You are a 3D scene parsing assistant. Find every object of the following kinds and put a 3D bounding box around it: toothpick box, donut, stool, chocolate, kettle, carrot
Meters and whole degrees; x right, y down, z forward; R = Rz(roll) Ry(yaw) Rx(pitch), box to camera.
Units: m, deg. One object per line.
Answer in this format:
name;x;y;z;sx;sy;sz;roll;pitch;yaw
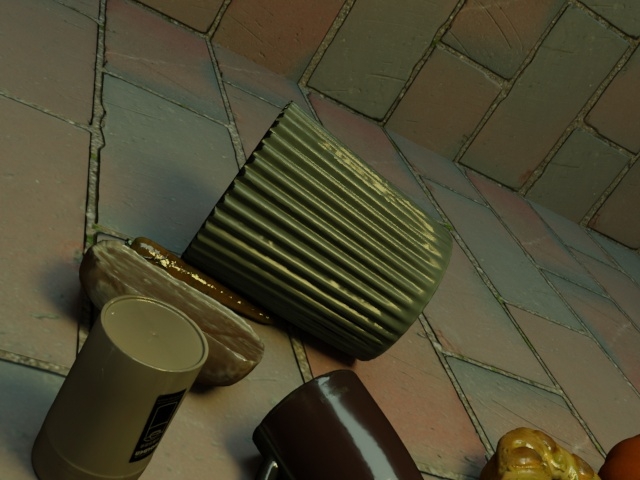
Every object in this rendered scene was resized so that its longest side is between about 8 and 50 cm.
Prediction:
toothpick box;-0.193;0.153;0.744;0.111;0.180;0.111;26;23;-12
donut;0.320;0.370;1.078;0.227;0.113;0.226;28;22;-12
stool;0.000;0.000;1.208;0.330;0.297;0.297;35;21;-8
chocolate;-0.197;0.102;0.983;0.254;0.080;0.157;34;7;-3
kettle;0.027;0.280;0.850;0.202;0.144;0.232;-13;49;-35
carrot;-0.174;0.065;1.142;0.254;0.049;0.049;30;22;-17

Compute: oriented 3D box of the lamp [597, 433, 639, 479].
lamp;0.519;0.402;1.178;0.223;0.196;0.223;12;65;-26
